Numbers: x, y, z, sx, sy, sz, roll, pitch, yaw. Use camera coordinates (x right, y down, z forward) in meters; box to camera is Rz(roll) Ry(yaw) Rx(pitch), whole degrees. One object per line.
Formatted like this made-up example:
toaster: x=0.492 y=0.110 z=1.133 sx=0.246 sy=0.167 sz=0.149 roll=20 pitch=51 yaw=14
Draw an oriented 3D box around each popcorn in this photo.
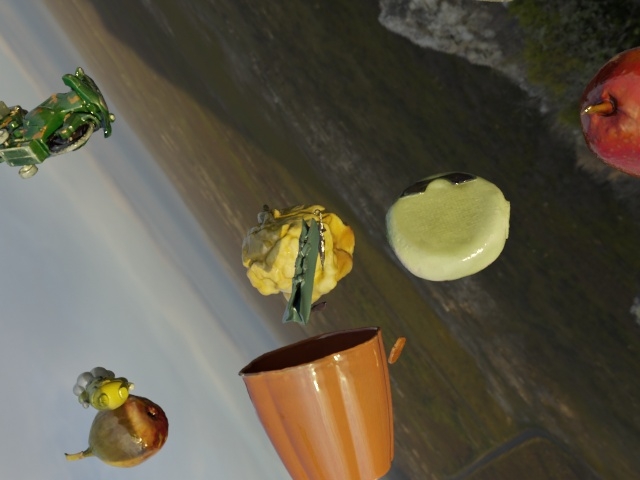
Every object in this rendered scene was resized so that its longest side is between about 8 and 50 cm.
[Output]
popcorn: x=-0.066 y=0.064 z=2.091 sx=0.349 sy=0.349 sz=0.381 roll=-145 pitch=43 yaw=-63

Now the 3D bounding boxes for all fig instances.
fig: x=-0.465 y=0.436 z=1.561 sx=0.159 sy=0.257 sz=0.159 roll=55 pitch=-161 yaw=-29

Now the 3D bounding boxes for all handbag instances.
handbag: x=-0.039 y=0.069 z=1.563 sx=0.057 sy=0.221 sz=0.144 roll=10 pitch=159 yaw=3

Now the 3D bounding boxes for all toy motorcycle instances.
toy motorcycle: x=-0.457 y=-0.194 z=1.173 sx=0.275 sy=0.187 sz=0.124 roll=-2 pitch=135 yaw=28

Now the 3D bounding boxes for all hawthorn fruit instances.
hawthorn fruit: x=0.434 y=-0.171 z=0.949 sx=0.197 sy=0.226 sz=0.196 roll=180 pitch=90 yaw=-65

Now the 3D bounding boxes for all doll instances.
doll: x=-0.441 y=0.299 z=1.423 sx=0.162 sy=0.106 sz=0.062 roll=4 pitch=108 yaw=55

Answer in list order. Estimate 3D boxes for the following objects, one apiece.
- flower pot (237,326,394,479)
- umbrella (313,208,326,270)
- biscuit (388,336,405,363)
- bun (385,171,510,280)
flower pot: x=0.012 y=0.216 z=0.896 sx=0.190 sy=0.191 sz=0.173 roll=160 pitch=92 yaw=-80
umbrella: x=0.003 y=0.000 z=1.359 sx=0.022 sy=0.013 sz=0.122 roll=-2 pitch=100 yaw=34
biscuit: x=0.232 y=0.335 z=2.171 sx=0.015 sy=0.091 sz=0.078 roll=26 pitch=-179 yaw=25
bun: x=0.308 y=-0.015 z=1.681 sx=0.293 sy=0.293 sz=0.187 roll=46 pitch=174 yaw=38
